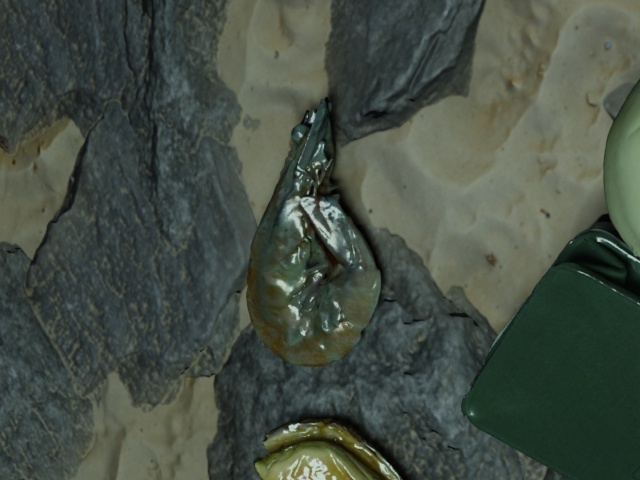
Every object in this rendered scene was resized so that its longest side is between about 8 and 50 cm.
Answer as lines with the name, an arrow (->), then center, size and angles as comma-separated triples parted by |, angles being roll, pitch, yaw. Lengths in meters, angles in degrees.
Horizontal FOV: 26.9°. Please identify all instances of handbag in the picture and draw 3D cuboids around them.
handbag -> 0.299, 0.146, 1.322 | 0.260, 0.079, 0.247 | 34, 130, 8

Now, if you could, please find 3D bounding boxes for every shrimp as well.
shrimp -> 0.000, 0.000, 1.512 | 0.164, 0.062, 0.316 | 16, 109, 19

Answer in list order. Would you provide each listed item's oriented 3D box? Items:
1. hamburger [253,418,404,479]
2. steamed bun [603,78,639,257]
hamburger -> 0.040, 0.303, 1.513 | 0.131, 0.124, 0.262 | -41, 83, 7
steamed bun -> 0.438, -0.065, 1.186 | 0.334, 0.233, 0.312 | 43, 103, 11
